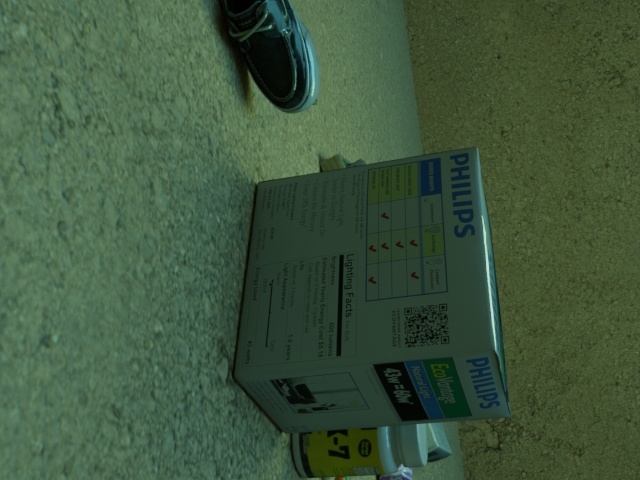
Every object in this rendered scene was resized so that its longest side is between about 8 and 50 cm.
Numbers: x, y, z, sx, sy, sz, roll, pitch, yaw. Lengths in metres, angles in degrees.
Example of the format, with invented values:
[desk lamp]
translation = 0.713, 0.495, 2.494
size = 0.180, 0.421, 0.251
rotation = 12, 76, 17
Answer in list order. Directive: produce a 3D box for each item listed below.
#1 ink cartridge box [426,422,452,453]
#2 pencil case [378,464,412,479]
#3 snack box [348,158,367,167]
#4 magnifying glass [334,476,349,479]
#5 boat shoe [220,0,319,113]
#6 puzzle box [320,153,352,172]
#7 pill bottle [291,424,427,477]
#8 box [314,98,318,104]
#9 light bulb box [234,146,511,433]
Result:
[ink cartridge box]
translation = 0.274, 0.465, 2.233
size = 0.308, 0.091, 0.385
rotation = 47, 21, -64
[pencil case]
translation = 0.181, 0.503, 1.816
size = 0.086, 0.088, 0.206
rotation = 26, 45, -20
[snack box]
translation = 0.117, -0.103, 1.649
size = 0.141, 0.037, 0.100
rotation = 67, 12, 17
[magnifying glass]
translation = 0.045, 0.414, 1.354
size = 0.092, 0.026, 0.231
rotation = 74, 29, -45
[boat shoe]
translation = -0.106, -0.354, 1.160
size = 0.335, 0.121, 0.119
rotation = 68, 26, -11
[puzzle box]
translation = 0.136, 0.010, 1.708
size = 0.409, 0.052, 0.272
rotation = 66, 12, 10
[pill bottle]
translation = 0.067, 0.328, 1.227
size = 0.119, 0.208, 0.119
rotation = -8, 90, -75
[box]
translation = -0.053, -0.291, 1.392
size = 0.169, 0.054, 0.059
rotation = -9, 92, -76
[light bulb box]
translation = 0.088, 0.081, 1.139
size = 0.225, 0.361, 0.358
rotation = 62, 25, -51
